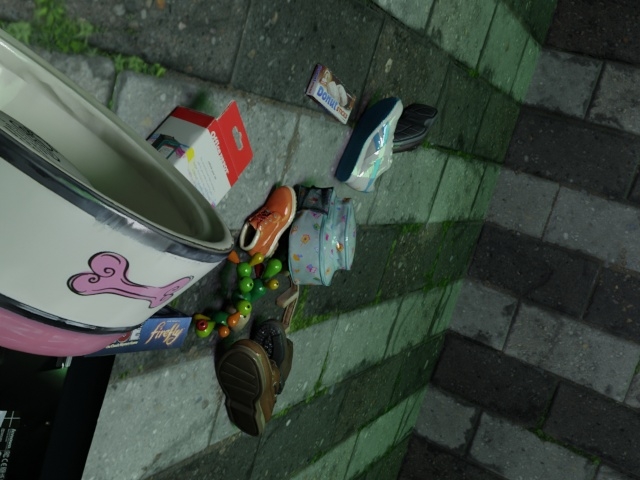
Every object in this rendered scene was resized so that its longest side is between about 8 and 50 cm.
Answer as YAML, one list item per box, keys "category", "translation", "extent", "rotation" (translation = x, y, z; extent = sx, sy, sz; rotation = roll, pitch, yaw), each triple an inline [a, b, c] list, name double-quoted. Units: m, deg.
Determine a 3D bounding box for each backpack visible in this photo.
- category: "backpack"
  translation: [0.000, 0.000, 1.426]
  extent: [0.166, 0.144, 0.188]
  rotation: [86, 19, -45]

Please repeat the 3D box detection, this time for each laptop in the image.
- category: "laptop"
  translation: [-0.444, 0.236, 0.915]
  extent: [0.407, 0.236, 0.382]
  rotation: [11, 100, -36]

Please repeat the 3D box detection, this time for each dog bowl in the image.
- category: "dog bowl"
  translation: [-0.277, -0.065, 0.608]
  extent: [0.150, 0.408, 0.408]
  rotation: [-50, 155, 5]

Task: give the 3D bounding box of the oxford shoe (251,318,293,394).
- category: "oxford shoe"
  translation: [-0.102, 0.237, 1.544]
  extent: [0.227, 0.082, 0.096]
  rotation: [95, 19, -46]

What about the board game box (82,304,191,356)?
- category: "board game box"
  translation: [-0.295, 0.063, 0.811]
  extent: [0.165, 0.243, 0.042]
  rotation: [11, 100, -65]

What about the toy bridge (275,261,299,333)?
- category: "toy bridge"
  translation: [-0.073, 0.128, 1.563]
  extent: [0.063, 0.026, 0.188]
  rotation: [-39, 142, -48]

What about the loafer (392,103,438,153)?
- category: "loafer"
  translation: [0.217, -0.259, 1.757]
  extent: [0.302, 0.109, 0.095]
  rotation: [-41, 147, -50]

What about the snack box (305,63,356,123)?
- category: "snack box"
  translation: [0.024, -0.297, 1.431]
  extent: [0.178, 0.022, 0.064]
  rotation: [22, 91, -65]

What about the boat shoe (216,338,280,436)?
- category: "boat shoe"
  translation: [-0.144, 0.288, 1.469]
  extent: [0.104, 0.110, 0.307]
  rotation: [-53, 161, -38]

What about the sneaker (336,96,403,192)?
- category: "sneaker"
  translation: [0.125, -0.219, 1.590]
  extent: [0.092, 0.087, 0.229]
  rotation: [28, 92, -34]

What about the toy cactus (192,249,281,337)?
- category: "toy cactus"
  translation: [-0.163, 0.118, 1.320]
  extent: [0.219, 0.112, 0.181]
  rotation: [-54, 170, -33]

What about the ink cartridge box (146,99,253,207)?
- category: "ink cartridge box"
  translation: [-0.206, -0.103, 1.055]
  extent: [0.231, 0.078, 0.134]
  rotation: [-55, 152, -27]

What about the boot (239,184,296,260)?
- category: "boot"
  translation: [-0.101, -0.041, 1.343]
  extent: [0.084, 0.059, 0.158]
  rotation: [30, 83, -60]
